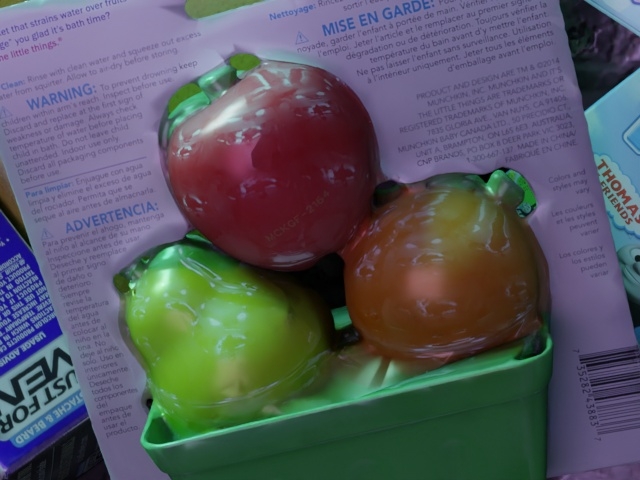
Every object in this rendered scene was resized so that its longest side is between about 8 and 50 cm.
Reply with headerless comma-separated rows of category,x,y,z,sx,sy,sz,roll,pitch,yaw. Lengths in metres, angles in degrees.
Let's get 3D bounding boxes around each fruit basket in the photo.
fruit basket,0.000,0.000,0.889,0.327,0.165,0.353,-15,100,7

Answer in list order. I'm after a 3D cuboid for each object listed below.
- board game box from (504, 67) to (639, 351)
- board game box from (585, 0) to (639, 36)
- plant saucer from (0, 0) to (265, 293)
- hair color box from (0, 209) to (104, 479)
board game box,0.194,-0.006,0.903,0.160,0.039,0.211,54,135,5
board game box,0.195,-0.299,0.867,0.318,0.066,0.319,37,112,11
plant saucer,-0.117,-0.143,0.974,0.333,0.081,0.333,-39,85,9
hair color box,-0.270,0.018,1.041,0.339,0.110,0.185,52,159,10
